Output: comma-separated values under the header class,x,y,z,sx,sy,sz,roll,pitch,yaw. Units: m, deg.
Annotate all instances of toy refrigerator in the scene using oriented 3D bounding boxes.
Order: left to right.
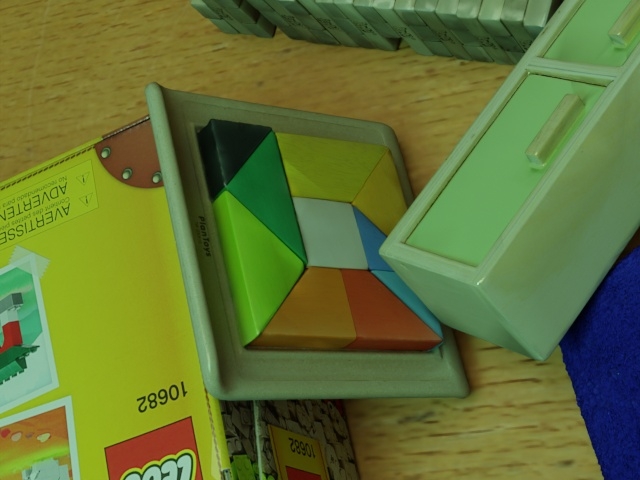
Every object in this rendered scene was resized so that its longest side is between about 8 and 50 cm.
class,x,y,z,sx,sy,sz,roll,pitch,yaw
toy refrigerator,0.164,-0.064,0.833,0.269,0.094,0.102,-52,35,-13

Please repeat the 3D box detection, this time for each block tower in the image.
class,x,y,z,sx,sy,sz,roll,pitch,yaw
block tower,0.053,-0.202,0.985,0.335,0.091,0.097,9,79,29

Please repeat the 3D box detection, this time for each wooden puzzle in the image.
class,x,y,z,sx,sy,sz,roll,pitch,yaw
wooden puzzle,0.000,0.000,0.862,0.044,0.238,0.221,-36,59,40

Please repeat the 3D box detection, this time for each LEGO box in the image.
class,x,y,z,sx,sy,sz,roll,pitch,yaw
LEGO box,-0.239,0.182,0.942,0.500,0.193,0.372,-21,65,19

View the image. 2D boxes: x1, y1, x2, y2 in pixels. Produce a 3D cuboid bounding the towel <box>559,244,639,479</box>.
class,x,y,z,sx,sy,sz,roll,pitch,yaw
towel,0.244,0.115,0.722,0.227,0.076,0.308,-47,42,37
